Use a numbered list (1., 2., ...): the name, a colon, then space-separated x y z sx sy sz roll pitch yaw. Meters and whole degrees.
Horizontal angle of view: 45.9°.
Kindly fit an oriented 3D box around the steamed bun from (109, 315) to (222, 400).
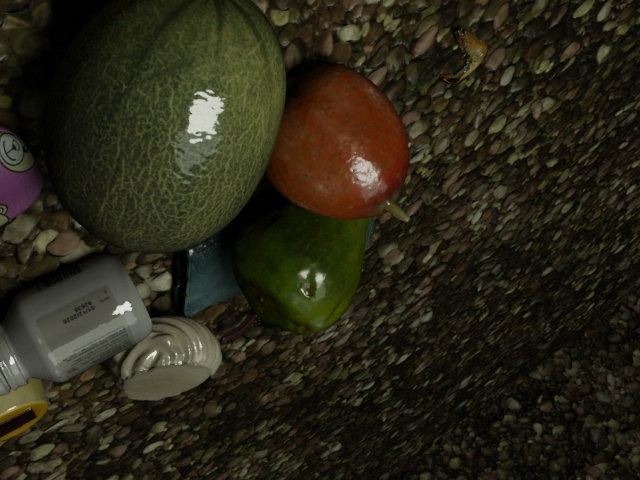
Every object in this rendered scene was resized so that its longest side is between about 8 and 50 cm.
1. steamed bun: -0.255 0.182 1.223 0.183 0.106 0.183 -13 150 -8

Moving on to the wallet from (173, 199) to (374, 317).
1. wallet: -0.066 0.003 1.258 0.379 0.046 0.190 -22 146 -26

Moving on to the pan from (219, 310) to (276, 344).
1. pan: -0.107 0.136 1.394 0.212 0.040 0.114 -24 148 -36

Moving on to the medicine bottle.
1. medicine bottle: -0.350 0.118 1.021 0.215 0.135 0.135 -28 148 -18

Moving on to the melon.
1. melon: -0.163 -0.130 0.800 0.238 0.237 0.301 -3 134 -45

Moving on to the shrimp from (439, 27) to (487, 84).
1. shrimp: 0.222 -0.293 1.197 0.091 0.025 0.127 -43 152 9

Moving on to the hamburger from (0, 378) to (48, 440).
1. hamburger: -0.469 0.235 1.106 0.127 0.081 0.141 -32 161 -7

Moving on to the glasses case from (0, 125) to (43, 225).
1. glasses case: -0.450 -0.021 0.790 0.316 0.076 0.123 -29 148 -16

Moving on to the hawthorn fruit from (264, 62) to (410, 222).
1. hawthorn fruit: 0.036 -0.113 1.019 0.199 0.251 0.199 -39 162 -15

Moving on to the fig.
1. fig: 0.000 0.000 1.134 0.275 0.206 0.206 -48 155 -25
